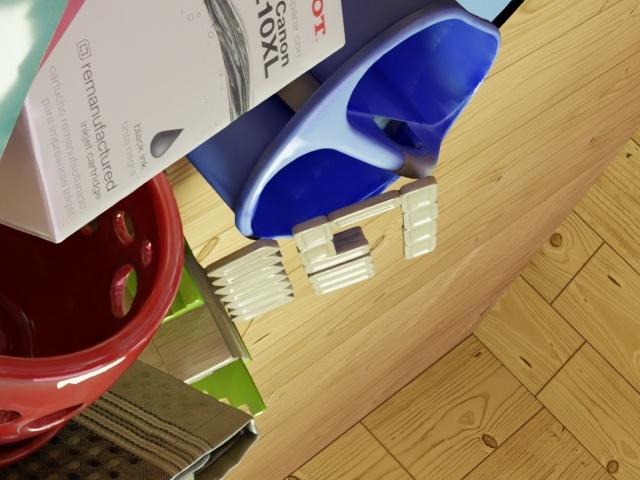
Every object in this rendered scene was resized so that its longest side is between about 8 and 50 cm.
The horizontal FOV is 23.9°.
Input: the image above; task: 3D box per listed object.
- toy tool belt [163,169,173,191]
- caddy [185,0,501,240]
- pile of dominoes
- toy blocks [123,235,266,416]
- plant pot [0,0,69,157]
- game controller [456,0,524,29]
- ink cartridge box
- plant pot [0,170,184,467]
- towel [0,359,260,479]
[{"bbox_3d":[-0.145,-0.044,1.163,0.051,0.083,0.052,-40,130,8],"label":"toy tool belt"},{"bbox_3d":[0.020,-0.113,1.215,0.241,0.179,0.341,-49,166,15],"label":"caddy"},{"bbox_3d":[0.000,0.000,1.268,0.196,0.040,0.251,-19,166,-1],"label":"pile of dominoes"},{"bbox_3d":[-0.202,0.114,1.268,0.261,0.190,0.381,-26,176,-2],"label":"toy blocks"},{"bbox_3d":[-0.250,-0.082,0.561,0.234,0.165,0.165,-21,155,-43],"label":"plant pot"},{"bbox_3d":[0.134,-0.223,1.459,0.319,0.067,0.166,-48,166,14],"label":"game controller"},{"bbox_3d":[-0.099,-0.136,0.761,0.237,0.100,0.172,-39,135,-40],"label":"ink cartridge box"},{"bbox_3d":[-0.189,0.028,0.837,0.191,0.191,0.174,-34,167,-38],"label":"plant pot"},{"bbox_3d":[-0.249,0.135,0.914,0.312,0.324,0.056,-30,132,-47],"label":"towel"}]
